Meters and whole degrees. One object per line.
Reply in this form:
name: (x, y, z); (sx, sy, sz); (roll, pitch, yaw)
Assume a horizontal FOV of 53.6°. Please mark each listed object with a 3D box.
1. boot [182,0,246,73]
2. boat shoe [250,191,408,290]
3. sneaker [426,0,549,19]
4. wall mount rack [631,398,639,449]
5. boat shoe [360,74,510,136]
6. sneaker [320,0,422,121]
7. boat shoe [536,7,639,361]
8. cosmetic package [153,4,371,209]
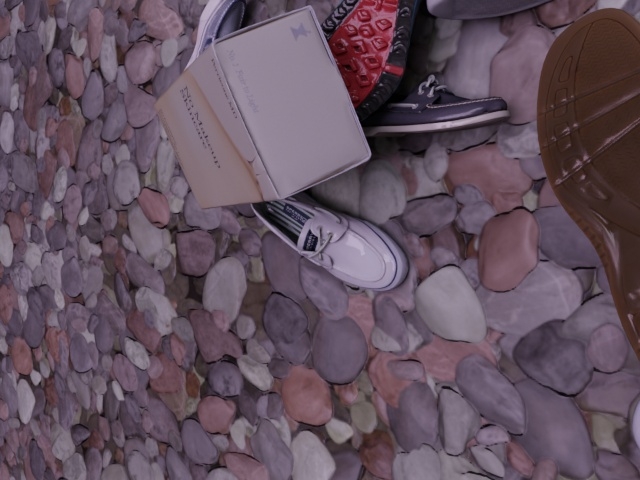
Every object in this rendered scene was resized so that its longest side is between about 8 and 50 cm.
boot: (-0.132, -0.253, 0.889); (0.086, 0.069, 0.190); (45, 127, 19)
boat shoe: (0.000, 0.000, 0.792); (0.226, 0.076, 0.083); (28, 111, 33)
sneaker: (0.221, -0.322, 0.580); (0.296, 0.105, 0.146); (-21, 79, 32)
wall mount rack: (0.389, 0.189, 0.379); (0.350, 0.130, 0.304); (31, 126, 4)
boat shoe: (0.108, -0.149, 0.697); (0.206, 0.075, 0.064); (4, 99, 43)
sneaker: (0.071, -0.243, 0.692); (0.104, 0.125, 0.261); (27, 107, 10)
boat shoe: (0.286, -0.036, 0.546); (0.122, 0.110, 0.341); (-26, 69, 44)
cosmetic package: (-0.084, -0.130, 0.721); (0.160, 0.113, 0.309); (67, 159, -10)
